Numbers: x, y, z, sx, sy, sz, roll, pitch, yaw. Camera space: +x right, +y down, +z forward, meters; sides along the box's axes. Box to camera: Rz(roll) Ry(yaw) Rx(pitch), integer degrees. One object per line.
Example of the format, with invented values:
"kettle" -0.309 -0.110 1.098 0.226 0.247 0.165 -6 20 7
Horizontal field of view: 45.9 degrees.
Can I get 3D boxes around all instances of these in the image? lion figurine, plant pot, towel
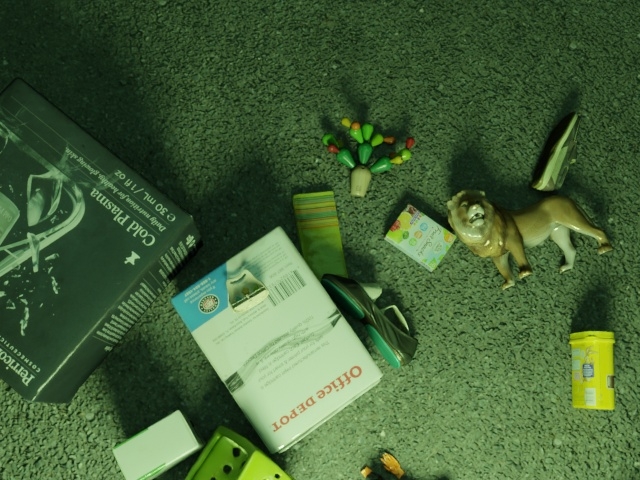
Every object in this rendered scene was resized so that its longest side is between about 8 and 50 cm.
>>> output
"lion figurine" 0.498 -0.032 1.797 0.392 0.142 0.240 -11 70 -22
"plant pot" -0.153 0.542 1.536 0.207 0.227 0.228 39 74 -22
"towel" 0.000 0.000 1.787 0.102 0.021 0.237 -9 78 -6

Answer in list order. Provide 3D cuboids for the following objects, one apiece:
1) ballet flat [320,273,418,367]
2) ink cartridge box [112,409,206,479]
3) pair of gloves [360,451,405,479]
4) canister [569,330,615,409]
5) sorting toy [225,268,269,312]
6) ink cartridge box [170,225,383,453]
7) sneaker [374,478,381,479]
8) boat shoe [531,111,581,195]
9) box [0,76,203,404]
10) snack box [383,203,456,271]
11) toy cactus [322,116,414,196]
"ballet flat" 0.119 0.164 1.731 0.096 0.095 0.280 -42 94 -22
"ink cartridge box" -0.327 0.429 1.565 0.153 0.208 0.087 -29 78 -12
"pair of gloves" 0.139 0.518 1.686 0.083 0.010 0.074 -41 84 -11
"canister" 0.619 0.296 1.721 0.073 0.126 0.170 4 79 -4
"sorting toy" -0.157 0.101 1.564 0.083 0.045 0.075 -30 73 -5
"ink cartridge box" -0.093 0.217 1.648 0.285 0.166 0.395 -34 82 -7
"sneaker" 0.215 0.567 1.653 0.217 0.079 0.121 43 74 -3
"boat shoe" 0.593 -0.211 1.864 0.073 0.080 0.224 31 75 -9
"box" -0.585 0.011 1.598 0.479 0.297 0.472 38 79 4
"snack box" 0.237 -0.007 1.801 0.141 0.037 0.100 36 78 3
"toy cactus" 0.110 -0.195 1.810 0.218 0.112 0.181 11 86 -11
